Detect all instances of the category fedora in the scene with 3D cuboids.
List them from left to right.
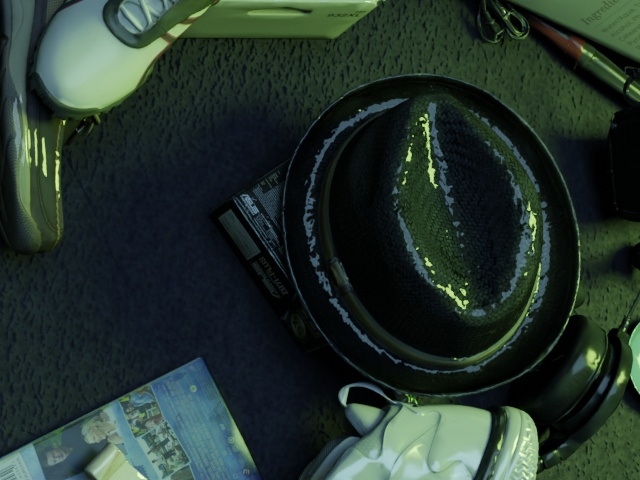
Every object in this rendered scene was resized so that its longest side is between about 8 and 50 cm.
[{"bbox_3d":[0.120,-0.021,1.406,0.334,0.152,0.334,2,77,-8],"label":"fedora"}]

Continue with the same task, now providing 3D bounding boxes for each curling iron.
[{"bbox_3d":[0.296,-0.212,1.721,0.274,0.035,0.068,29,71,-14],"label":"curling iron"}]

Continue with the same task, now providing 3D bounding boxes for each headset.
[{"bbox_3d":[0.241,0.095,1.587,0.394,0.185,0.243,-30,94,-12],"label":"headset"}]

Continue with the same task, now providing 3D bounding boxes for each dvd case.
[{"bbox_3d":[-0.181,0.245,1.402,0.253,0.022,0.180,-26,89,-27],"label":"dvd case"}]

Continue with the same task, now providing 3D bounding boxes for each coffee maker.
[{"bbox_3d":[0.430,-0.108,1.686,0.178,0.120,0.171,-6,114,-37],"label":"coffee maker"}]

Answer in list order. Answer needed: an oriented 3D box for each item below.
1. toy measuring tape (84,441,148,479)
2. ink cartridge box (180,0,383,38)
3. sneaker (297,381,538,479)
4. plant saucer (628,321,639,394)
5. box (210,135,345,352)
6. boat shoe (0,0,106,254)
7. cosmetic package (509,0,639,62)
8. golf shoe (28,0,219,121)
[{"bbox_3d":[-0.081,0.312,1.357,0.330,0.121,0.121,48,63,-16],"label":"toy measuring tape"},{"bbox_3d":[-0.076,-0.375,1.542,0.223,0.129,0.307,-4,79,-25],"label":"ink cartridge box"},{"bbox_3d":[0.069,0.319,1.430,0.210,0.137,0.366,17,85,-7],"label":"sneaker"},{"bbox_3d":[0.397,0.142,1.684,0.119,0.021,0.119,6,75,-23],"label":"plant saucer"},{"bbox_3d":[0.000,0.000,1.511,0.147,0.077,0.180,-36,93,-26],"label":"box"},{"bbox_3d":[-0.255,-0.162,1.410,0.130,0.132,0.355,2,78,-23],"label":"boat shoe"},{"bbox_3d":[0.401,-0.426,1.643,0.394,0.327,0.329,21,63,-18],"label":"cosmetic package"},{"bbox_3d":[-0.159,-0.223,1.341,0.105,0.120,0.273,45,69,-7],"label":"golf shoe"}]
